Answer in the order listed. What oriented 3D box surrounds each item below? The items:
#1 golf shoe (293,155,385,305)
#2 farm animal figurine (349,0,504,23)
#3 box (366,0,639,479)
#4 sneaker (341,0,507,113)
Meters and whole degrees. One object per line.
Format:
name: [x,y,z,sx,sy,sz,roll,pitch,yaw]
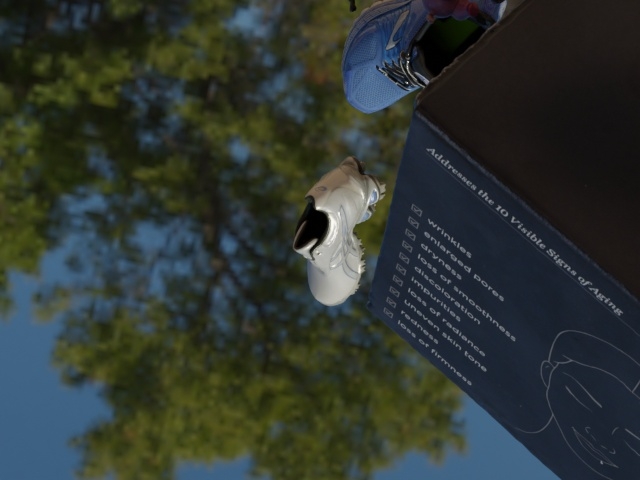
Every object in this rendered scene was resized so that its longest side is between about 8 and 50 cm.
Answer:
golf shoe: [0.000,0.000,1.638,0.086,0.176,0.069,-26,-127,-35]
farm animal figurine: [0.138,-0.394,1.848,0.330,0.327,0.172,1,-172,-45]
box: [0.329,0.036,1.807,0.480,0.472,0.297,42,-110,14]
sneaker: [0.126,-0.254,2.271,0.129,0.330,0.147,26,-127,-20]
